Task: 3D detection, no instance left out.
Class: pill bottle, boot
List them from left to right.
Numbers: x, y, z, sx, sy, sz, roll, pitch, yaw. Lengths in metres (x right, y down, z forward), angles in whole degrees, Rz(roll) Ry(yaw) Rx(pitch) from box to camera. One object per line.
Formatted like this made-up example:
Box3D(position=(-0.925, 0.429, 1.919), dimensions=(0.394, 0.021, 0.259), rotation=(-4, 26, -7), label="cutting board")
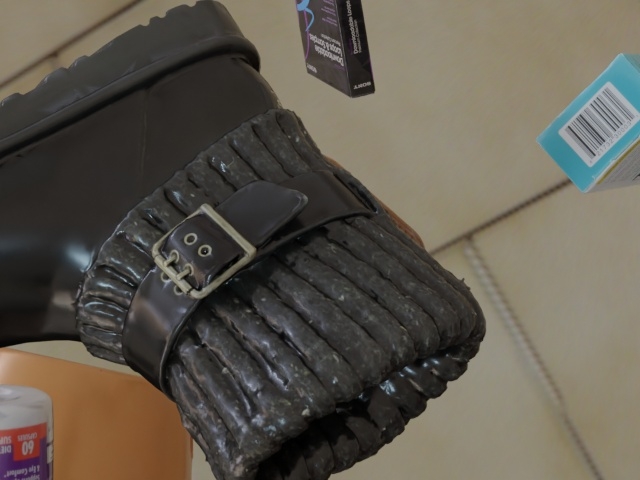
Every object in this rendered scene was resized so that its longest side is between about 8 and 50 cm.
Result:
Box3D(position=(-0.233, 0.199, 1.190), dimensions=(0.108, 0.108, 0.193), rotation=(1, 95, 12), label="pill bottle")
Box3D(position=(-0.113, 0.050, 0.952), dimensions=(0.348, 0.131, 0.260), rotation=(-34, 72, -5), label="boot")

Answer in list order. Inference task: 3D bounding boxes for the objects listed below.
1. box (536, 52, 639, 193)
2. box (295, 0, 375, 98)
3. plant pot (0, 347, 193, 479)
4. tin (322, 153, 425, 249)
Box3D(position=(0.270, -0.098, 1.454), dimensions=(0.100, 0.244, 0.060), rotation=(-46, 74, 22), label="box")
Box3D(position=(0.005, -0.219, 1.611), dimensions=(0.029, 0.116, 0.162), rotation=(-18, 112, -16), label="box")
Box3D(position=(-0.234, 0.209, 1.581), dimensions=(0.291, 0.291, 0.203), rotation=(12, 85, 9), label="plant pot")
Box3D(position=(0.000, 0.000, 1.283), dimensions=(0.106, 0.040, 0.190), rotation=(-28, 132, 28), label="tin")
